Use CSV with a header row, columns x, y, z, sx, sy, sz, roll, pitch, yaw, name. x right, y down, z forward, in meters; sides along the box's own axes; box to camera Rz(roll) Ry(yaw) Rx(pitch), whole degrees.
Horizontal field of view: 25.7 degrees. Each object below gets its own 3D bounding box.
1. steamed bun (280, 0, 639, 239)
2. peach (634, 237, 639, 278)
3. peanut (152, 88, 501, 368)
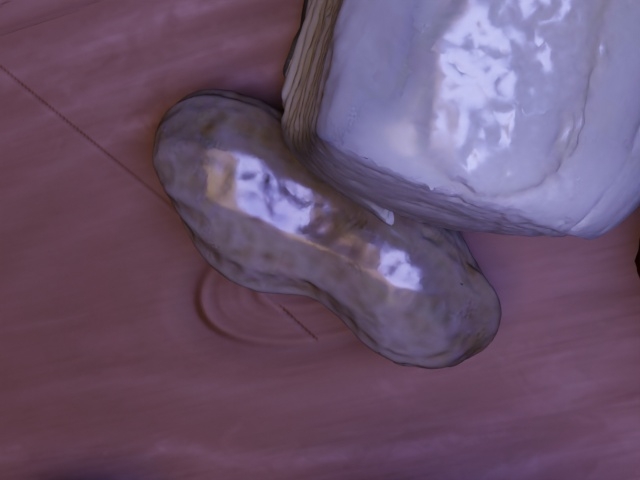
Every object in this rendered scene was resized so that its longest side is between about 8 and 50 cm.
x,y,z,sx,sy,sz,roll,pitch,yaw,name
0.134,-0.135,0.844,0.272,0.273,0.290,12,104,-8,steamed bun
0.367,0.020,0.785,0.372,0.372,0.290,27,81,6,peach
0.000,0.000,0.974,0.274,0.111,0.125,33,115,4,peanut
